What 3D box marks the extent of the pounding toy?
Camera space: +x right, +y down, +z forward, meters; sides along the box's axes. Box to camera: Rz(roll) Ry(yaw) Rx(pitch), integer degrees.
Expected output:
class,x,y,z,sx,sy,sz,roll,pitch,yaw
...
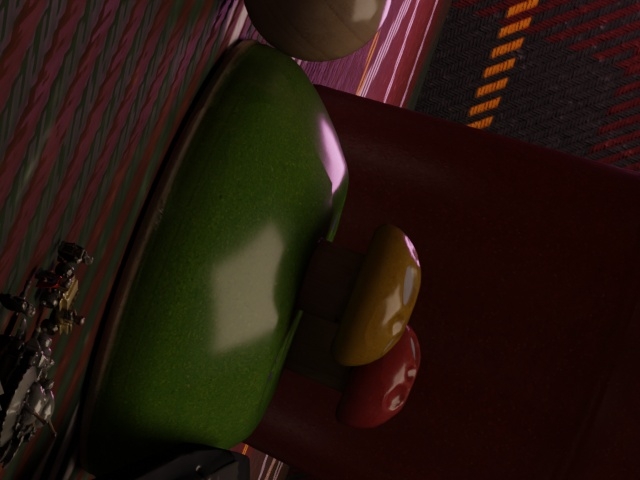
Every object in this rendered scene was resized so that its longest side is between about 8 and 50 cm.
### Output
class,x,y,z,sx,sy,sz,roll,pitch,yaw
pounding toy,0.000,0.000,0.597,0.183,0.110,0.237,-50,161,-80

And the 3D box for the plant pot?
class,x,y,z,sx,sy,sz,roll,pitch,yaw
plant pot,0.081,0.049,0.852,0.272,0.265,0.272,21,90,-86

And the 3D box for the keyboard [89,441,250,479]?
class,x,y,z,sx,sy,sz,roll,pitch,yaw
keyboard,-0.076,0.233,0.504,0.201,0.033,0.317,-14,108,-59

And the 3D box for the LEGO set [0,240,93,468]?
class,x,y,z,sx,sy,sz,roll,pitch,yaw
LEGO set,-0.071,0.032,0.386,0.054,0.023,0.083,107,5,-48
